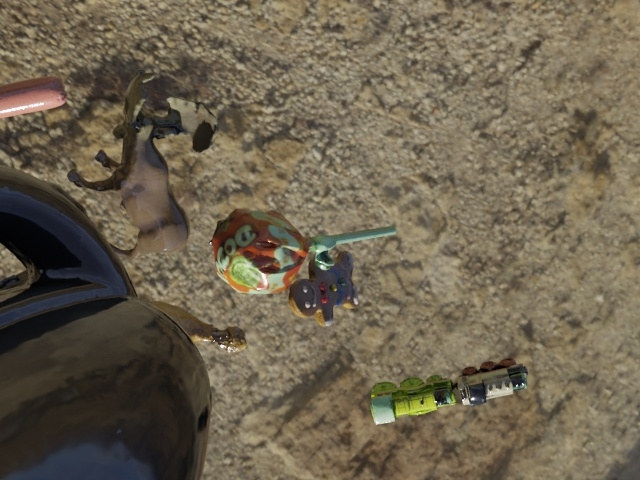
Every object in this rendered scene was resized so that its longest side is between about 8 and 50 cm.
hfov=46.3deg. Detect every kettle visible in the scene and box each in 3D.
[{"bbox_3d":[-0.168,0.105,0.363,0.290,0.207,0.268,-52,130,-52],"label":"kettle"}]

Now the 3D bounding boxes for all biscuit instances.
[{"bbox_3d":[0.010,0.098,1.463,0.205,0.031,0.138,-14,98,-51],"label":"biscuit"}]

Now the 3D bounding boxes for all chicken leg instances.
[{"bbox_3d":[-0.272,0.188,1.575,0.251,0.107,0.087,14,135,-25],"label":"chicken leg"}]

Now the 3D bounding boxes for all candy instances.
[{"bbox_3d":[-0.001,0.000,0.778,0.287,0.084,0.078,-10,128,-54],"label":"candy"}]

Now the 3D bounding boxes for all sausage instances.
[{"bbox_3d":[-0.566,-0.276,1.436,0.154,0.062,0.062,-12,125,-3],"label":"sausage"}]

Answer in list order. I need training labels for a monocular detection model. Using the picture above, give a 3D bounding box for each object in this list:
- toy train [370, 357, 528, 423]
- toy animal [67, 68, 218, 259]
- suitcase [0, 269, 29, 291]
[{"bbox_3d":[0.202,0.234,1.167,0.249,0.085,0.053,-12,100,5],"label":"toy train"},{"bbox_3d":[-0.194,-0.084,0.846,0.094,0.186,0.214,-45,123,-46],"label":"toy animal"},{"bbox_3d":[-0.425,0.197,0.962,0.335,0.152,0.230,-23,131,1],"label":"suitcase"}]
